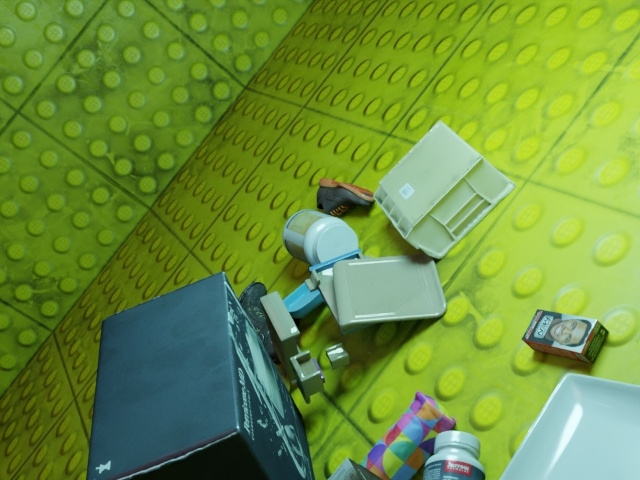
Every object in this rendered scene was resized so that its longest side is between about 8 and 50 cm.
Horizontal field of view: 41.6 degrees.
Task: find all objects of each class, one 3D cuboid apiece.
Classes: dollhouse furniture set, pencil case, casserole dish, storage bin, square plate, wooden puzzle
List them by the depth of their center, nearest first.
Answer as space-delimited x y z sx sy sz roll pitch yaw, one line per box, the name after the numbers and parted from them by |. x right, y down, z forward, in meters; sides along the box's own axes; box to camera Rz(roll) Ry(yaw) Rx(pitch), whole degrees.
0.430 0.364 1.254 0.344 0.049 0.347 -50 26 -23 | square plate
0.152 0.401 1.612 0.236 0.104 0.104 -48 28 2 | pencil case
0.152 0.114 1.913 0.239 0.044 0.221 -8 36 1 | wooden puzzle
0.282 -0.121 2.010 0.260 0.123 0.262 -46 29 10 | storage bin
0.049 0.219 2.011 0.303 0.198 0.286 -22 51 -10 | dollhouse furniture set
-0.027 0.145 2.182 0.188 0.037 0.114 -39 22 -26 | casserole dish

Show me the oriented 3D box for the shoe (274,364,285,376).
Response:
-0.180 0.353 2.187 0.219 0.058 0.076 -22 40 42 | shoe

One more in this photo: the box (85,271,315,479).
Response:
-0.213 0.411 1.668 0.297 0.472 0.480 -23 33 4 | box

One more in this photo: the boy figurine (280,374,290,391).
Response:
-0.190 0.430 2.082 0.285 0.092 0.177 -42 27 23 | boy figurine

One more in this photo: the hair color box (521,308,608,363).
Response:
0.439 0.171 1.520 0.141 0.043 0.072 6 61 57 | hair color box

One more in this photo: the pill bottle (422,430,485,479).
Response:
0.229 0.428 1.455 0.108 0.108 0.180 -26 38 38 | pill bottle

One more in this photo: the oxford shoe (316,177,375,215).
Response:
0.070 -0.110 2.361 0.271 0.097 0.098 20 93 65 | oxford shoe

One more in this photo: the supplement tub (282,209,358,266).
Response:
0.000 0.000 2.250 0.144 0.144 0.200 -55 29 -7 | supplement tub

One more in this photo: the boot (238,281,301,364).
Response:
-0.136 0.221 2.271 0.229 0.091 0.263 -12 51 42 | boot

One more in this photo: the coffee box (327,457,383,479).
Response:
0.019 0.501 1.373 0.246 0.098 0.141 -49 28 3 | coffee box
